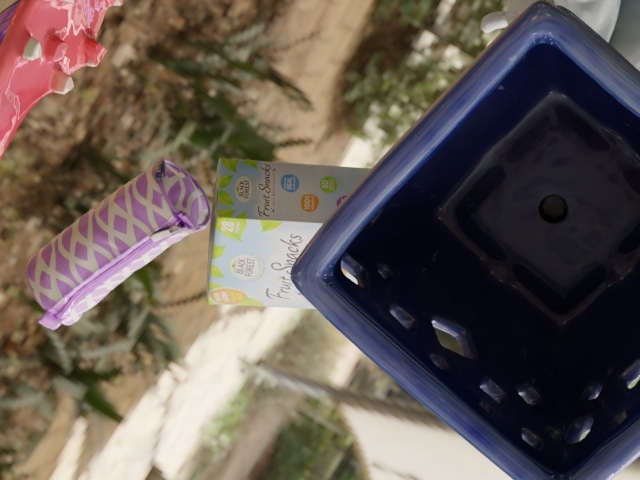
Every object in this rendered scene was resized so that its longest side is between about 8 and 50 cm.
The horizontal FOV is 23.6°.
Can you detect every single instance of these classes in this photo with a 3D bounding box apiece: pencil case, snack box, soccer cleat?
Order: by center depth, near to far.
[{"bbox_3d":[-0.189,-0.088,0.819,0.083,0.095,0.248,76,34,-61],"label":"soccer cleat"},{"bbox_3d":[0.000,0.000,1.430,0.174,0.207,0.070,102,-10,-60],"label":"snack box"},{"bbox_3d":[-0.200,0.004,1.524,0.206,0.086,0.088,-35,-133,24],"label":"pencil case"}]

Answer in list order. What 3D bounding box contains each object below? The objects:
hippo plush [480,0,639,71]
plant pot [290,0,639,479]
[{"bbox_3d":[0.293,-0.225,1.500,0.236,0.234,0.294,-113,-161,-64],"label":"hippo plush"},{"bbox_3d":[0.154,-0.007,0.986,0.236,0.236,0.212,-48,-179,17],"label":"plant pot"}]
